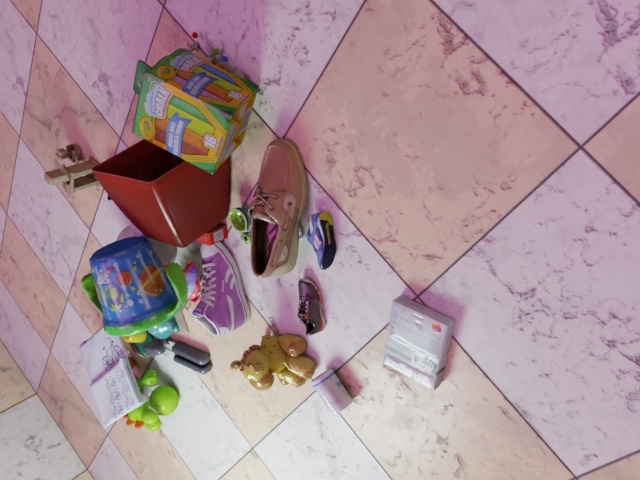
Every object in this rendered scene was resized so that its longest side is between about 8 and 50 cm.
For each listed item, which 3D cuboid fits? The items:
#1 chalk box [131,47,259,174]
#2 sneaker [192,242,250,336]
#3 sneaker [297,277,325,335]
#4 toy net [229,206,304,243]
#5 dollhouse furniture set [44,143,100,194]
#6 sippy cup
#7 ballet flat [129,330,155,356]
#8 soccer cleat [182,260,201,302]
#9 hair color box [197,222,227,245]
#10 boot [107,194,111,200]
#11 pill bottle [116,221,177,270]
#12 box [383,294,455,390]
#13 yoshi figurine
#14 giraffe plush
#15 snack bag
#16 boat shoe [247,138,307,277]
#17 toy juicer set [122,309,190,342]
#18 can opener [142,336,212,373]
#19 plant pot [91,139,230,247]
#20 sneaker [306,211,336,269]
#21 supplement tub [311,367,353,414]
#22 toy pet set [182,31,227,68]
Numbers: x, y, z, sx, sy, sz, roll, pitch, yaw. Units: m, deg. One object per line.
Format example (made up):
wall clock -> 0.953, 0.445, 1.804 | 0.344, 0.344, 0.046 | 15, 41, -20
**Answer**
chalk box -> -0.328, -0.328, 1.458 | 0.289, 0.179, 0.180 | 26, 130, 0
sneaker -> -0.312, 0.139, 1.751 | 0.102, 0.161, 0.282 | -15, 98, 46
sneaker -> -0.032, 0.177, 1.583 | 0.061, 0.065, 0.157 | -6, 106, 43
toy net -> -0.144, -0.018, 1.605 | 0.232, 0.045, 0.122 | 15, 118, 36
dollhouse furniture set -> -0.874, -0.232, 2.058 | 0.161, 0.182, 0.101 | 36, 130, 24
sippy cup -> -0.531, 0.116, 1.704 | 0.240, 0.306, 0.224 | -127, 19, -71
ballet flat -> -0.707, 0.285, 2.216 | 0.106, 0.108, 0.316 | -9, 103, 57
soccer cleat -> -0.394, 0.130, 1.845 | 0.095, 0.083, 0.248 | 40, 155, -3
hair color box -> -0.344, -0.031, 1.758 | 0.141, 0.072, 0.043 | 16, 121, 35
boot -> -0.681, -0.194, 2.001 | 0.121, 0.045, 0.099 | -20, 98, 38
pill bottle -> -0.563, 0.072, 1.900 | 0.188, 0.188, 0.334 | 38, 117, 22
box -> 0.224, 0.236, 1.402 | 0.145, 0.038, 0.186 | 23, 125, 32
yoshi figurine -> -0.657, 0.582, 2.298 | 0.362, 0.203, 0.203 | 28, 86, 47
giraffe plush -> -0.145, 0.341, 1.687 | 0.210, 0.170, 0.181 | 52, 135, 10
snack bag -> -0.768, 0.477, 2.191 | 0.323, 0.037, 0.342 | -36, 71, 40
boat shoe -> -0.112, -0.075, 1.472 | 0.122, 0.110, 0.341 | 8, 102, 34
toy juicer set -> -0.554, 0.234, 2.079 | 0.329, 0.089, 0.209 | -14, 79, 34
can opener -> -0.500, 0.401, 2.086 | 0.283, 0.095, 0.076 | 12, 118, 38
plant pot -> -0.399, -0.136, 1.646 | 0.267, 0.267, 0.235 | 14, 132, 37
sneaker -> 0.000, 0.000, 1.482 | 0.059, 0.053, 0.144 | 5, 104, 40
supplement tub -> 0.031, 0.407, 1.633 | 0.107, 0.071, 0.071 | 55, 135, 5
toy pet set -> -0.301, -0.446, 1.549 | 0.122, 0.065, 0.114 | 43, 97, 15
